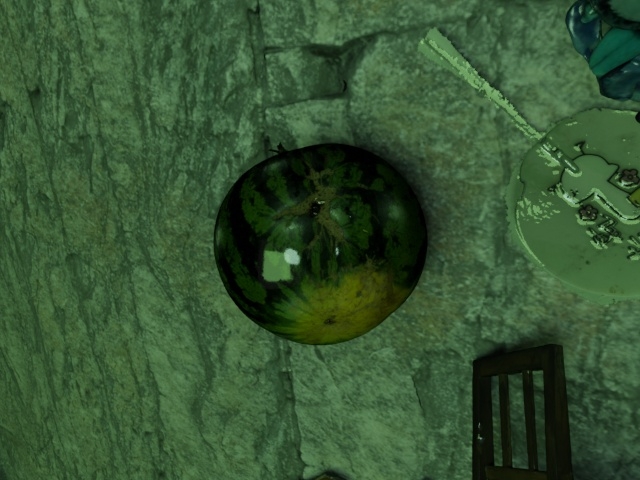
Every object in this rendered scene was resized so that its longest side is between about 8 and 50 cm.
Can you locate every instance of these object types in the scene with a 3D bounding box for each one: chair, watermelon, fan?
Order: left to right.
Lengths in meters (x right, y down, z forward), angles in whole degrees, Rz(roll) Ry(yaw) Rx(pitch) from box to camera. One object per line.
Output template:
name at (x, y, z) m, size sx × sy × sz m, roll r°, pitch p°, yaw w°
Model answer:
watermelon at (0.002, 0.005, 0.767) m, size 0.269 × 0.269 × 0.268 m, roll 15°, pitch 120°, yaw 29°
fan at (0.271, -0.098, 0.683) m, size 0.414 × 0.012 × 0.233 m, roll 47°, pitch 129°, yaw 4°
chair at (0.327, 0.362, 0.734) m, size 0.241 × 0.415 × 0.203 m, roll 12°, pitch 161°, yaw -14°

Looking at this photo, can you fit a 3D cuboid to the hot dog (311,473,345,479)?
hot dog at (0.000, 0.503, 1.137) m, size 0.191 × 0.059 × 0.108 m, roll -37°, pitch 84°, yaw 42°

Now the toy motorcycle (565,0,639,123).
toy motorcycle at (0.343, -0.195, 0.475) m, size 0.260 × 0.154 × 0.206 m, roll -15°, pitch 138°, yaw 14°
